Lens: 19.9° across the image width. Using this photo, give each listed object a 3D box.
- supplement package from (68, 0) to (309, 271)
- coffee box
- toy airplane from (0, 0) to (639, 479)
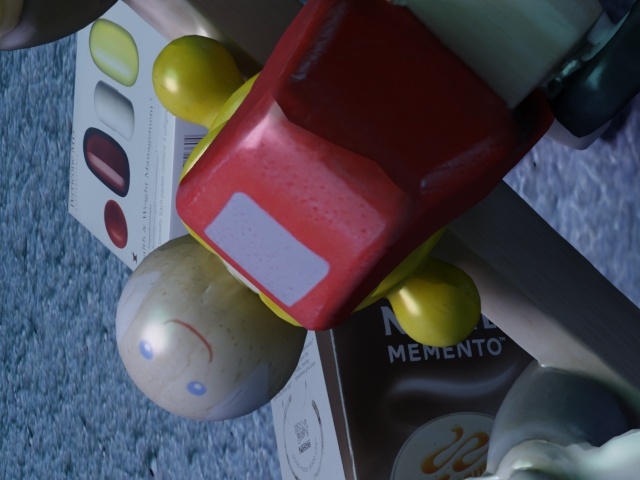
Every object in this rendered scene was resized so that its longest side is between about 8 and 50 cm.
[{"bbox_3d":[-0.074,-0.083,1.281,0.203,0.149,0.194,-146,57,-59],"label":"supplement package"},{"bbox_3d":[0.062,0.151,1.020,0.098,0.141,0.246,142,121,-61],"label":"coffee box"},{"bbox_3d":[0.009,-0.038,0.834,0.272,0.384,0.386,-50,47,8],"label":"toy airplane"}]
